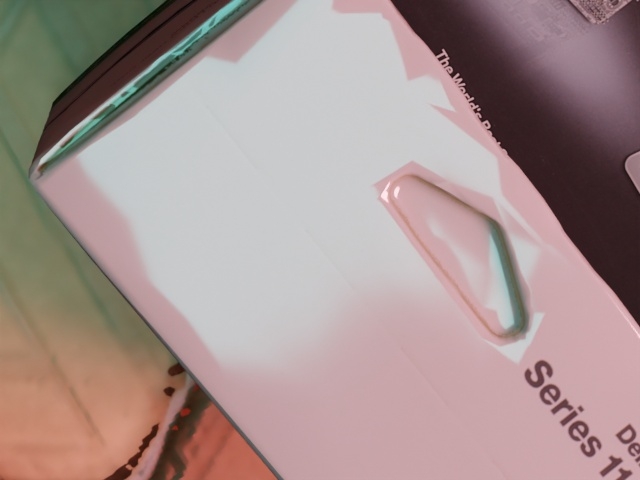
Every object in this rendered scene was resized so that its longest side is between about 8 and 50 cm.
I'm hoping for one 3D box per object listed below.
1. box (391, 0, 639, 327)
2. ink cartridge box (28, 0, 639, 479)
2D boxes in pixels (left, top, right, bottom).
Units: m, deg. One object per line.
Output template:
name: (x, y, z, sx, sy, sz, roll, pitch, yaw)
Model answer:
box: (0.128, -0.114, 0.428, 0.242, 0.076, 0.307, -25, 104, 31)
ink cartridge box: (0.000, 0.000, 0.417, 0.087, 0.208, 0.153, -39, 102, -1)
